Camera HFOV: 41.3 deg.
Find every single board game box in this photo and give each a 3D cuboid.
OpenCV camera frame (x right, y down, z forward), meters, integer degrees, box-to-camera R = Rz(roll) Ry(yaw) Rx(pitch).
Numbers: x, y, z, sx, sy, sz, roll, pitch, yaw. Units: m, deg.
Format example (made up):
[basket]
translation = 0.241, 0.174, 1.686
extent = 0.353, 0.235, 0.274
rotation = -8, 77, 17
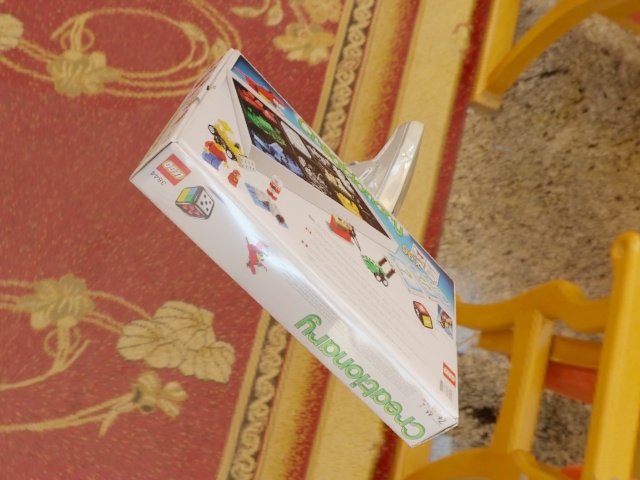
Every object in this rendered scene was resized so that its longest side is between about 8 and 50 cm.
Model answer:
[board game box]
translation = 0.000, 0.000, 0.688
extent = 0.305, 0.053, 0.193
rotation = 46, 26, -18

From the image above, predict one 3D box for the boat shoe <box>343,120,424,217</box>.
[boat shoe]
translation = 0.046, -0.049, 0.923
extent = 0.081, 0.079, 0.227
rotation = 22, 63, 11
